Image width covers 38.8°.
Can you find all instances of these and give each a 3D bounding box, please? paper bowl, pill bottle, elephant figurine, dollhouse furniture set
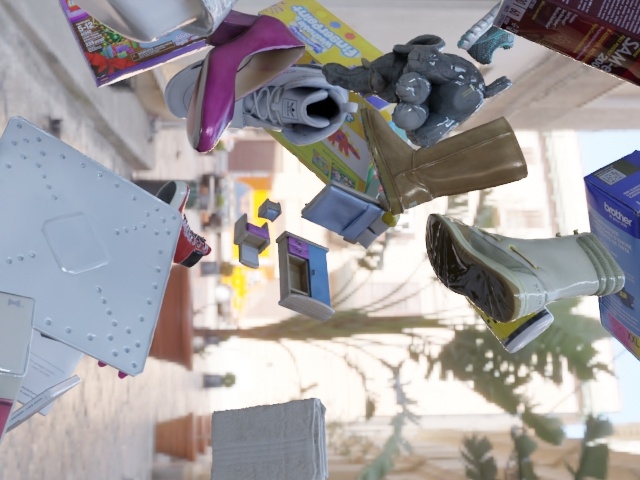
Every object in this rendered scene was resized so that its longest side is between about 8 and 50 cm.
[{"bbox_3d":[-0.218,-0.325,0.973,0.148,0.284,0.284,-54,180,-6],"label":"paper bowl"},{"bbox_3d":[0.375,0.119,1.897,0.208,0.119,0.119,52,-18,19],"label":"pill bottle"},{"bbox_3d":[0.145,-0.263,1.471,0.169,0.186,0.239,-54,-150,9],"label":"elephant figurine"},{"bbox_3d":[0.000,0.000,2.099,0.303,0.286,0.198,-42,-141,36],"label":"dollhouse furniture set"}]

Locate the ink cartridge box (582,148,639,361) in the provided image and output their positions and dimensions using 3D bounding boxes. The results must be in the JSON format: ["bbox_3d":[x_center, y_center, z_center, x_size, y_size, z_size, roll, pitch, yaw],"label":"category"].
[{"bbox_3d":[0.590,-0.022,1.494,0.151,0.270,0.396,51,-17,55],"label":"ink cartridge box"}]

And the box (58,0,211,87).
[{"bbox_3d":[-0.377,-0.468,1.924,0.201,0.293,0.057,64,-17,6],"label":"box"}]

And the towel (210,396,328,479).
[{"bbox_3d":[-0.112,0.438,1.930,0.049,0.282,0.187,32,51,-56],"label":"towel"}]

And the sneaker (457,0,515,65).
[{"bbox_3d":[0.319,-0.372,1.594,0.076,0.166,0.065,48,0,-9],"label":"sneaker"}]

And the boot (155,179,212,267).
[{"bbox_3d":[-0.324,-0.036,2.194,0.244,0.176,0.088,-57,-147,33],"label":"boot"}]

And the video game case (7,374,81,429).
[{"bbox_3d":[-0.564,0.328,1.766,0.022,0.173,0.190,55,1,0],"label":"video game case"}]

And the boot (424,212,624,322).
[{"bbox_3d":[0.232,0.018,1.074,0.213,0.165,0.077,-134,-141,-56],"label":"boot"}]

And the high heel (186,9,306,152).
[{"bbox_3d":[-0.116,-0.266,1.536,0.127,0.181,0.377,122,-19,-47],"label":"high heel"}]

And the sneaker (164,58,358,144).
[{"bbox_3d":[-0.108,-0.268,1.722,0.210,0.365,0.137,-122,-148,-67],"label":"sneaker"}]

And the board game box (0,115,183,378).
[{"bbox_3d":[-0.459,0.014,1.672,0.050,0.390,0.390,-33,-143,38],"label":"board game box"}]

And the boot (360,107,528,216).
[{"bbox_3d":[0.232,-0.183,1.757,0.089,0.269,0.236,70,1,-79],"label":"boot"}]

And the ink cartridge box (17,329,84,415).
[{"bbox_3d":[-0.672,0.182,2.184,0.166,0.285,0.395,43,67,-38],"label":"ink cartridge box"}]

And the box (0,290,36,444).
[{"bbox_3d":[-0.468,0.191,1.192,0.149,0.126,0.232,-104,-145,-51],"label":"box"}]

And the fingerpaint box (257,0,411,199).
[{"bbox_3d":[0.031,-0.349,2.315,0.445,0.163,0.371,43,-32,26],"label":"fingerpaint box"}]

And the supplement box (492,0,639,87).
[{"bbox_3d":[0.361,-0.293,1.207,0.130,0.239,0.073,93,21,-80],"label":"supplement box"}]
